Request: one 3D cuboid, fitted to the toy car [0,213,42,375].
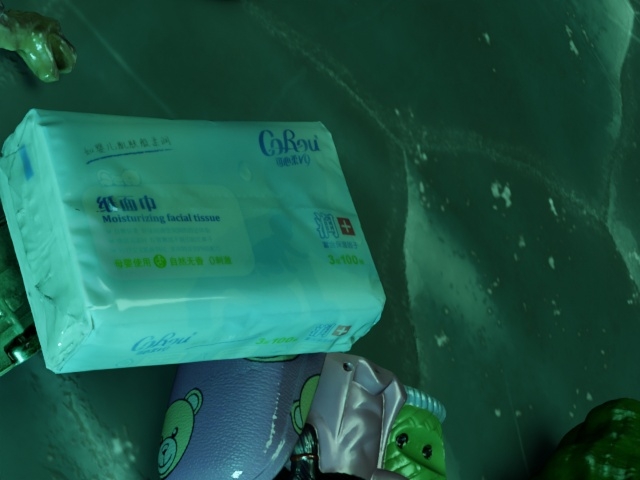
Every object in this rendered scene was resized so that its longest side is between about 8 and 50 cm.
[{"bbox_3d":[-0.215,0.025,1.012,0.090,0.076,0.224,56,34,-8],"label":"toy car"}]

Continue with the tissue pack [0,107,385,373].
[{"bbox_3d":[-0.087,-0.004,1.010,0.263,0.089,0.177,1,62,-41],"label":"tissue pack"}]

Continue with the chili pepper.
[{"bbox_3d":[0.263,0.303,1.369,0.167,0.213,0.385,24,35,13],"label":"chili pepper"}]

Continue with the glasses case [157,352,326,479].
[{"bbox_3d":[-0.050,0.074,1.145,0.076,0.123,0.316,47,43,-33],"label":"glasses case"}]

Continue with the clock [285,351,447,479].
[{"bbox_3d":[0.037,0.213,1.202,0.194,0.100,0.195,33,51,-38],"label":"clock"}]

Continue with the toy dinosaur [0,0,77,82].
[{"bbox_3d":[-0.294,-0.219,1.064,0.251,0.072,0.200,50,30,-3],"label":"toy dinosaur"}]
